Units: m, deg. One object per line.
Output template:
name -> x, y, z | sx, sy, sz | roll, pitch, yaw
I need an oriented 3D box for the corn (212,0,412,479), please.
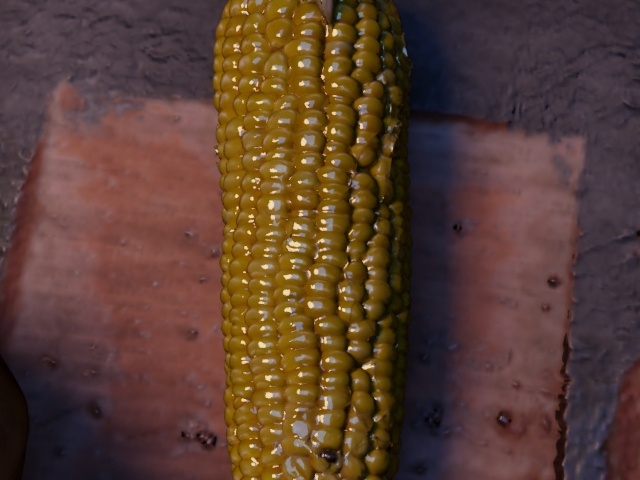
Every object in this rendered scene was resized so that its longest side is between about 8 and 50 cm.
corn -> 0.000, 0.000, 0.901 | 0.106, 0.106, 0.293 | -4, 73, 4

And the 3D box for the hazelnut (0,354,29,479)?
hazelnut -> -0.297, 0.139, 0.777 | 0.365, 0.366, 0.366 | -2, 71, 5
